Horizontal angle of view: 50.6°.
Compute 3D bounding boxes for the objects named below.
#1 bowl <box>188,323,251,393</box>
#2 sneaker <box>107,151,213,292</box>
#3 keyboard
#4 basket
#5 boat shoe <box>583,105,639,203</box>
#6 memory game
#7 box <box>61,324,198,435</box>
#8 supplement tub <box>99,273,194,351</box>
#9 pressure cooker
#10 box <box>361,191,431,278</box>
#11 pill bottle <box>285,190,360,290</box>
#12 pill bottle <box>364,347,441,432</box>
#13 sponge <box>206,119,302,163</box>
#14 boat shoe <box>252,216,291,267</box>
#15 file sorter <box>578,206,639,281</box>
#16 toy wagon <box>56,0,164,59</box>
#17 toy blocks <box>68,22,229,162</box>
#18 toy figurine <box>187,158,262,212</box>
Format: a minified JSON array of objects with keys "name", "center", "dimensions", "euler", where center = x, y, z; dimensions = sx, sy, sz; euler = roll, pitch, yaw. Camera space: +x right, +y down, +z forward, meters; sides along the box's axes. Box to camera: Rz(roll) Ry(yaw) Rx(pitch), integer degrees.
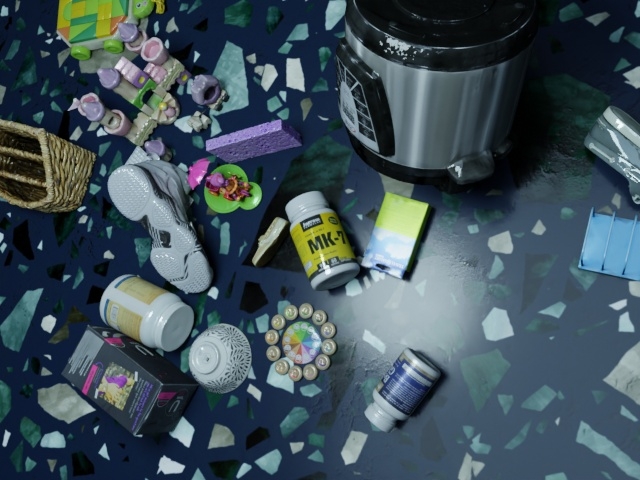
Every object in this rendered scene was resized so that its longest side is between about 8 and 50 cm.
[{"name":"bowl","center":[-0.258,0.283,1.632],"dimensions":[0.170,0.080,0.170],"euler":[-4,78,20]},{"name":"sneaker","center":[-0.367,-0.056,1.707],"dimensions":[0.137,0.210,0.366],"euler":[-25,109,21]},{"name":"keyboard","center":[-0.438,-0.156,1.827],"dimensions":[0.256,0.014,0.072],"euler":[42,97,24]},{"name":"basket","center":[-0.825,-0.202,1.880],"dimensions":[0.299,0.223,0.214],"euler":[16,86,23]},{"name":"boat shoe","center":[0.655,-0.125,1.342],"dimensions":[0.319,0.116,0.099],"euler":[54,129,19]},{"name":"memory game","center":[-0.048,0.239,1.591],"dimensions":[0.186,0.012,0.186],"euler":[-4,78,21]},{"name":"box","center":[-0.465,0.338,1.657],"dimensions":[0.270,0.165,0.143],"euler":[30,91,24]},{"name":"supplement tub","center":[-0.431,0.181,1.686],"dimensions":[0.199,0.144,0.144],"euler":[22,88,24]},{"name":"pressure cooker","center":[0.229,-0.316,1.378],"dimensions":[0.375,0.420,0.370],"euler":[17,54,15]},{"name":"box","center":[0.172,-0.010,1.534],"dimensions":[0.109,0.042,0.178],"euler":[18,87,25]},{"name":"pill bottle","center":[0.000,0.000,1.561],"dimensions":[0.119,0.119,0.209],"euler":[-28,71,15]},{"name":"pill bottle","center":[0.171,0.321,1.441],"dimensions":[0.094,0.094,0.169],"euler":[38,95,24]},{"name":"sponge","center":[-0.164,-0.243,1.676],"dimensions":[0.210,0.117,0.031],"euler":[-11,74,20]},{"name":"boat shoe","center":[-0.126,0.003,1.652],"dimensions":[0.045,0.050,0.135],"euler":[34,83,27]},{"name":"file sorter","center":[0.604,0.010,1.321],"dimensions":[0.170,0.104,0.118],"euler":[13,85,23]},{"name":"toy wagon","center":[-0.614,-0.678,1.971],"dimensions":[0.344,0.068,0.267],"euler":[-4,79,22]},{"name":"toy blocks","center":[-0.470,-0.390,1.744],"dimensions":[0.309,0.260,0.289],"euler":[37,91,24]},{"name":"toy figurine","center":[-0.252,-0.140,1.668],"dimensions":[0.173,0.159,0.130],"euler":[20,88,24]}]
